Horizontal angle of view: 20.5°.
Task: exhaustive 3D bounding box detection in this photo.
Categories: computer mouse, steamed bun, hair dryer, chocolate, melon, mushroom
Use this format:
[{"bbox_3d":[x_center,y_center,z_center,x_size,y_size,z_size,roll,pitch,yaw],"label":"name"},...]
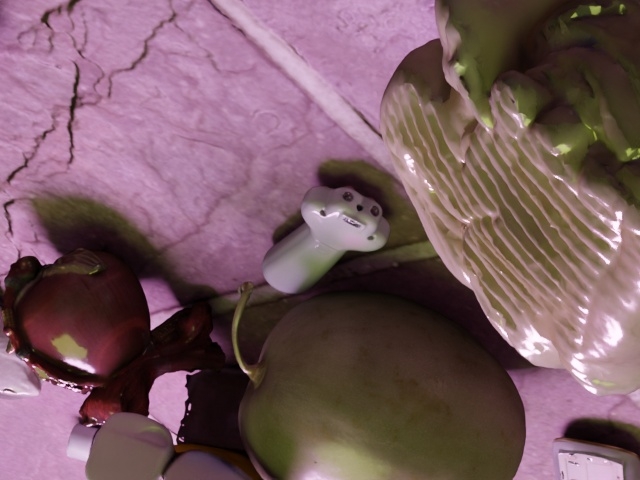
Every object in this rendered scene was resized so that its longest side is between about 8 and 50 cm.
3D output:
[{"bbox_3d":[0.317,0.278,2.023,0.102,0.045,0.199,8,145,19],"label":"computer mouse"},{"bbox_3d":[0.226,-0.077,1.385,0.339,0.247,0.352,51,157,26],"label":"steamed bun"},{"bbox_3d":[-0.288,0.295,2.366,0.082,0.047,0.137,14,152,8],"label":"hair dryer"},{"bbox_3d":[-0.004,0.229,2.078,0.321,0.112,0.112,6,154,18],"label":"chocolate"},{"bbox_3d":[0.060,0.182,1.835,0.308,0.271,0.271,6,145,5],"label":"melon"},{"bbox_3d":[-0.445,0.090,2.105,0.270,0.103,0.118,43,141,-23],"label":"mushroom"}]

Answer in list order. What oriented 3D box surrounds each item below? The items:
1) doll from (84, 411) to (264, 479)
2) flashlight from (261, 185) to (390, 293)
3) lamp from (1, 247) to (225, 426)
[{"bbox_3d":[-0.107,0.313,1.930,0.348,0.161,0.423,30,164,48],"label":"doll"},{"bbox_3d":[0.000,0.000,1.791,0.093,0.047,0.200,27,149,-13],"label":"flashlight"},{"bbox_3d":[-0.243,0.094,1.961,0.151,0.215,0.223,-7,117,54],"label":"lamp"}]
